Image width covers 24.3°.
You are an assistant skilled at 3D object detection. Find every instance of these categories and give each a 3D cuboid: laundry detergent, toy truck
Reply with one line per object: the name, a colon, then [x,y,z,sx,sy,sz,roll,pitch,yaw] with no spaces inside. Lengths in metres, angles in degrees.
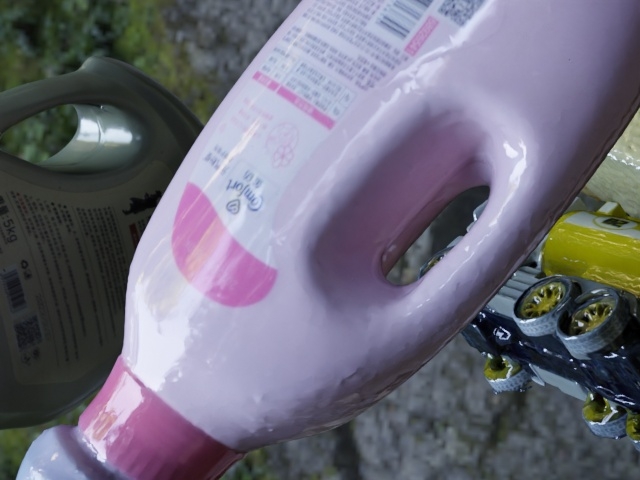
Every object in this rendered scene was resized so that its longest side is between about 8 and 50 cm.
laundry detergent: [0.000,0.000,0.640,0.159,0.088,0.335,38,91,31]
toy truck: [0.158,0.036,0.821,0.114,0.098,0.227,-44,25,-14]
laundry detergent: [-0.135,-0.008,0.849,0.091,0.253,0.181,4,114,42]

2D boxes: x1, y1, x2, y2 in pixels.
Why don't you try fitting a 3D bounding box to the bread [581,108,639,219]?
bread: [0.223,-0.063,0.847,0.125,0.068,0.188,-46,42,-12]
